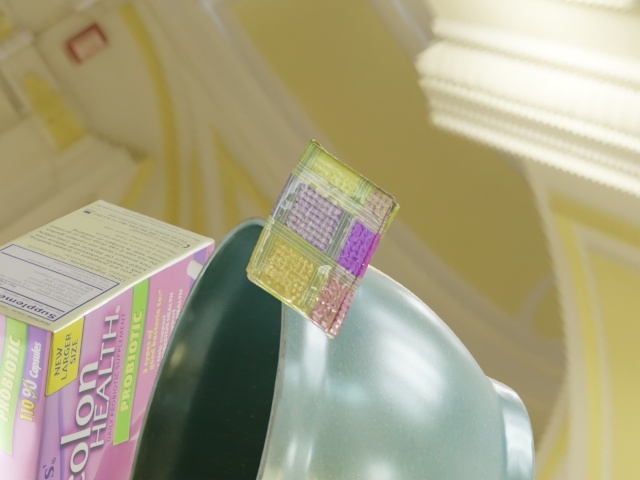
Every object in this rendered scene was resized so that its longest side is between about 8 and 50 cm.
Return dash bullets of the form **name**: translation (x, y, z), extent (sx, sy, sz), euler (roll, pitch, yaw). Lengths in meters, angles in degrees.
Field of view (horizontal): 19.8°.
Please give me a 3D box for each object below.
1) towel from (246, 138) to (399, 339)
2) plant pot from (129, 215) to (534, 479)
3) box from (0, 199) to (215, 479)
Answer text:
- **towel**: translation (0.000, 0.000, 0.880), extent (0.009, 0.060, 0.083), euler (-17, 136, -55)
- **plant pot**: translation (0.011, 0.150, 1.145), extent (0.293, 0.196, 0.293), euler (-165, -90, -72)
- **box**: translation (-0.204, 0.110, 1.459), extent (0.117, 0.213, 0.243), euler (19, -157, 21)
